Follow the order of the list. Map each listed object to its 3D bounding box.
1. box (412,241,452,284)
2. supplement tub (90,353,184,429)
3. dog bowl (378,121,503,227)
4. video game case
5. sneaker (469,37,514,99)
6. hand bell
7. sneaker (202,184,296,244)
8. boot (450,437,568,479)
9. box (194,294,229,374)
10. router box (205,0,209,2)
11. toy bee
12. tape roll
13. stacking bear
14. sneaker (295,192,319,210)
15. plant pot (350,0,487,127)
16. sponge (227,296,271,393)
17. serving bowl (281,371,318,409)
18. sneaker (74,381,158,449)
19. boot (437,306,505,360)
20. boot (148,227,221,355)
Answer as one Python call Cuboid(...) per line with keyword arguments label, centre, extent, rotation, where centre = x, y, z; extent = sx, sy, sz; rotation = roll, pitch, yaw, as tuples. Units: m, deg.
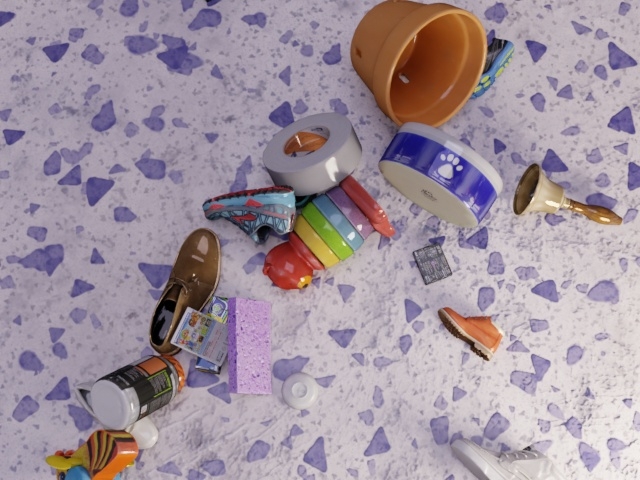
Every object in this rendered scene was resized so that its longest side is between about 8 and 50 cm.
Cuboid(label="box", centre=(0.257, 0.053, 1.932), extent=(0.067, 0.018, 0.083), rotation=(-21, 77, -4))
Cuboid(label="supplement tub", centre=(-0.383, 0.315, 1.785), extent=(0.117, 0.190, 0.117), rotation=(8, 105, 30))
Cuboid(label="dog bowl", centre=(0.262, -0.141, 1.854), extent=(0.265, 0.265, 0.104), rotation=(32, 82, 8))
Cuboid(label="video game case", centre=(-0.254, 0.209, 1.833), extent=(0.122, 0.011, 0.087), rotation=(27, 74, -10))
Cuboid(label="sneaker", centre=(0.388, -0.415, 2.030), extent=(0.078, 0.067, 0.188), rotation=(37, 81, 31))
Cuboid(label="hand bell", centre=(0.581, -0.080, 1.934), extent=(0.242, 0.126, 0.126), rotation=(18, 77, -8))
Cuboid(label="sneaker", centre=(-0.165, -0.049, 1.880), extent=(0.262, 0.104, 0.125), rotation=(-4, 98, 42))
Cuboid(label="boot", centre=(0.409, 0.480, 1.798), extent=(0.258, 0.095, 0.123), rotation=(40, 74, 1))
Cuboid(label="box", centre=(-0.235, 0.212, 1.880), extent=(0.054, 0.059, 0.168), rotation=(10, 77, 2))
Cuboid(label="router box", centre=(-0.252, -0.665, 2.107), extent=(0.122, 0.038, 0.092), rotation=(-25, 76, -5))
Cuboid(label="toy bee", centre=(-0.509, 0.482, 1.770), extent=(0.298, 0.195, 0.162), rotation=(-40, 54, 2))
Cuboid(label="tape roll", centre=(-0.019, -0.198, 1.907), extent=(0.219, 0.072, 0.219), rotation=(-16, 38, 13))
Cuboid(label="stacking bear", centre=(0.000, 0.000, 1.885), extent=(0.289, 0.175, 0.164), rotation=(-40, 69, 0))
Cuboid(label="sneaker", centre=(-0.082, -0.087, 1.943), extent=(0.166, 0.076, 0.065), rotation=(-28, 77, -6))
Cuboid(label="plant pot", centre=(0.206, -0.422, 1.923), extent=(0.291, 0.291, 0.203), rotation=(-40, 50, -8))
Cuboid(label="sponge", centre=(-0.156, 0.232, 1.849), extent=(0.031, 0.117, 0.210), rotation=(-11, 73, 35))
Cuboid(label="serving bowl", centre=(-0.046, 0.333, 1.864), extent=(0.083, 0.027, 0.083), rotation=(0, 77, 0))
Cuboid(label="sneaker", centre=(-0.451, 0.382, 1.825), extent=(0.212, 0.094, 0.080), rotation=(32, 77, 8))
Cuboid(label="boot", centre=(0.338, 0.189, 1.882), extent=(0.158, 0.059, 0.084), rotation=(39, 77, 1))
Cuboid(label="boot", centre=(-0.303, 0.107, 1.881), extent=(0.112, 0.115, 0.305), rotation=(17, 76, 7))
